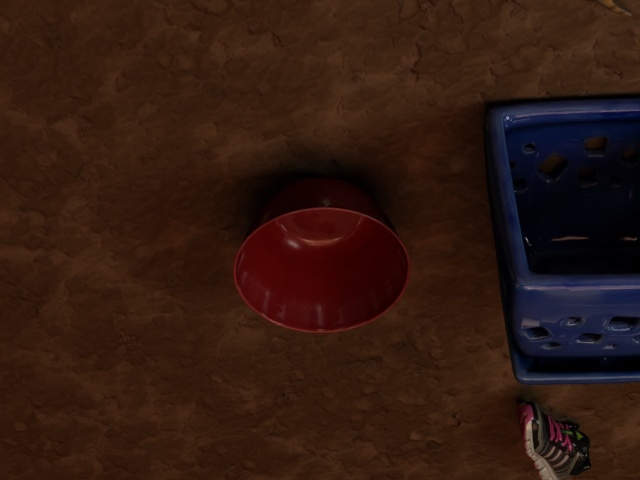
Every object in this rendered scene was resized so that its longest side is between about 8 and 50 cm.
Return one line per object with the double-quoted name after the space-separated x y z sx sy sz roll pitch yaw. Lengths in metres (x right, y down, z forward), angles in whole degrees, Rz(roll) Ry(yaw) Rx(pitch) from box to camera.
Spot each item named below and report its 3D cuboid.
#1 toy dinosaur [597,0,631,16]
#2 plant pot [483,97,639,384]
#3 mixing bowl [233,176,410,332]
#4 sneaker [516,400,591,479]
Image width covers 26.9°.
0.235 -0.264 1.168 0.112 0.064 0.212 -3 135 0 "toy dinosaur"
0.284 0.013 1.331 0.235 0.236 0.212 -3 141 1 "plant pot"
0.000 0.000 1.395 0.181 0.098 0.181 -1 135 -1 "mixing bowl"
0.294 0.246 1.669 0.074 0.063 0.170 -16 137 15 "sneaker"
